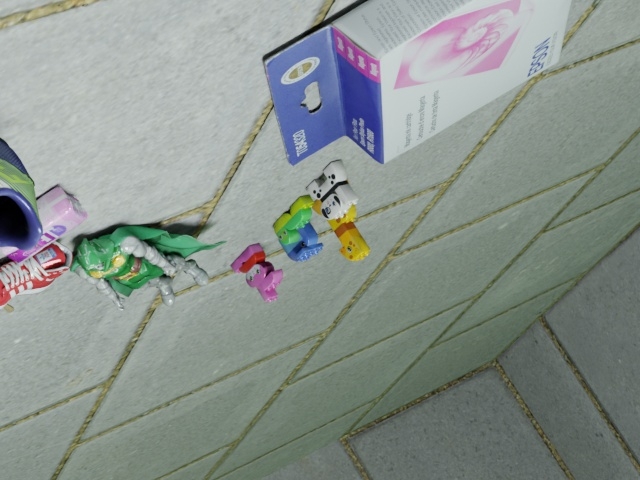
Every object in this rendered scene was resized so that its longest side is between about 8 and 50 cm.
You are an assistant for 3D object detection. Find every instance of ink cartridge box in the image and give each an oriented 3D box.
[{"bbox_3d":[0.111,-0.186,1.586,0.330,0.071,0.324,-32,165,-5],"label":"ink cartridge box"}]

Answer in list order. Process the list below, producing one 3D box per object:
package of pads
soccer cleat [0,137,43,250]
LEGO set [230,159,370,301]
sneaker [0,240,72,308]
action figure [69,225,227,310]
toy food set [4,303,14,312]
[{"bbox_3d":[-0.264,-0.015,1.443,0.083,0.032,0.050,-33,162,2],"label":"package of pads"},{"bbox_3d":[-0.327,-0.016,1.138,0.289,0.121,0.093,-15,157,-49],"label":"soccer cleat"},{"bbox_3d":[0.000,0.000,1.896,0.087,0.093,0.227,-16,158,-47],"label":"LEGO set"},{"bbox_3d":[-0.294,0.032,1.509,0.067,0.042,0.118,-38,172,34],"label":"sneaker"},{"bbox_3d":[-0.201,0.028,1.661,0.137,0.063,0.232,-33,162,15],"label":"action figure"},{"bbox_3d":[-0.376,0.082,1.556,0.122,0.019,0.078,-24,165,0],"label":"toy food set"}]
